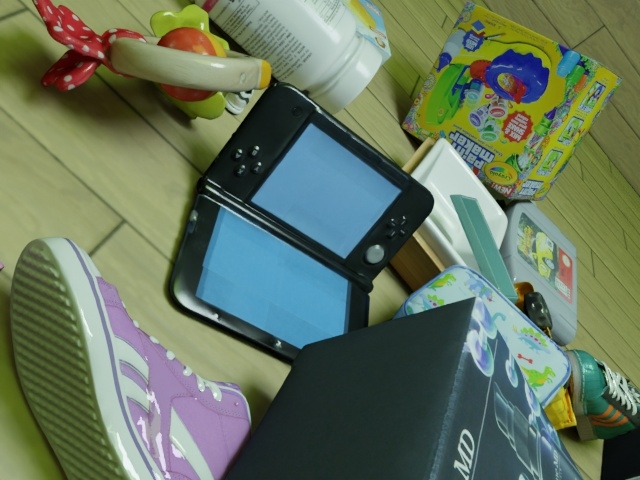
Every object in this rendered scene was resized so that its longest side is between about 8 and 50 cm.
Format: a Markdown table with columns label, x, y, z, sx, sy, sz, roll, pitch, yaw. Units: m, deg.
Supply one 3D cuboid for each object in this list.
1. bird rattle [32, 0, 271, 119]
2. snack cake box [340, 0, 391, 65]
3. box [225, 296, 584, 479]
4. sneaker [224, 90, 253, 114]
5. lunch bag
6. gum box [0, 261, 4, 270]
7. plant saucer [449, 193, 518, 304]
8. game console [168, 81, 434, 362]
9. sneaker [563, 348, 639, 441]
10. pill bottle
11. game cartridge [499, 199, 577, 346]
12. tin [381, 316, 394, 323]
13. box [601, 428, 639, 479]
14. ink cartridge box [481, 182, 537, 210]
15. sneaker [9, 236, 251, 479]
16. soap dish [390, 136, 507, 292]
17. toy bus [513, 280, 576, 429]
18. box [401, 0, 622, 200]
| label | x | y | z | sx | sy | sz | roll | pitch | yaw |
| --- | --- | --- | --- | --- | --- | --- | --- | --- | --- |
| bird rattle | -0.172 | -0.211 | 0.658 | 0.207 | 0.143 | 0.253 | 18 | 12 | 25 |
| snack cake box | 0.010 | -0.445 | 1.156 | 0.264 | 0.089 | 0.152 | 21 | 46 | -37 |
| box | 0.108 | 0.304 | 0.505 | 0.395 | 0.212 | 0.293 | 57 | 34 | -15 |
| sneaker | -0.112 | -0.233 | 0.885 | 0.040 | 0.044 | 0.109 | 31 | 40 | -27 |
| lunch bag | 0.213 | 0.146 | 0.796 | 0.176 | 0.090 | 0.219 | -30 | 67 | -38 |
| gum box | -0.339 | 0.023 | 0.401 | 0.107 | 0.062 | 0.188 | 54 | 36 | 0 |
| plant saucer | 0.260 | 0.011 | 0.935 | 0.067 | 0.018 | 0.192 | 7 | 57 | -46 |
| game console | 0.000 | 0.000 | 0.726 | 0.293 | 0.250 | 0.173 | 32 | 15 | -29 |
| sneaker | 0.488 | 0.261 | 1.017 | 0.302 | 0.121 | 0.108 | 51 | 31 | -48 |
| pill bottle | -0.045 | -0.345 | 0.951 | 0.283 | 0.160 | 0.160 | 39 | 38 | -21 |
| game cartridge | 0.418 | 0.041 | 1.153 | 0.196 | 0.060 | 0.294 | 38 | 42 | -10 |
| tin | 0.134 | 0.194 | 0.829 | 0.106 | 0.040 | 0.189 | 12 | 53 | -38 |
| box | 0.629 | 0.470 | 1.115 | 0.184 | 0.103 | 0.261 | 51 | 35 | 0 |
| ink cartridge box | 0.444 | -0.052 | 1.348 | 0.127 | 0.072 | 0.175 | 17 | 50 | -40 |
| sneaker | -0.153 | 0.123 | 0.516 | 0.161 | 0.102 | 0.282 | -19 | 88 | -57 |
| soap dish | 0.200 | -0.031 | 1.014 | 0.229 | 0.118 | 0.291 | 50 | 35 | -6 |
| toy bus | 0.334 | 0.210 | 0.967 | 0.211 | 0.149 | 0.220 | 46 | 32 | -35 |
| box | 0.372 | -0.272 | 1.184 | 0.177 | 0.279 | 0.290 | -3 | 37 | -50 |
